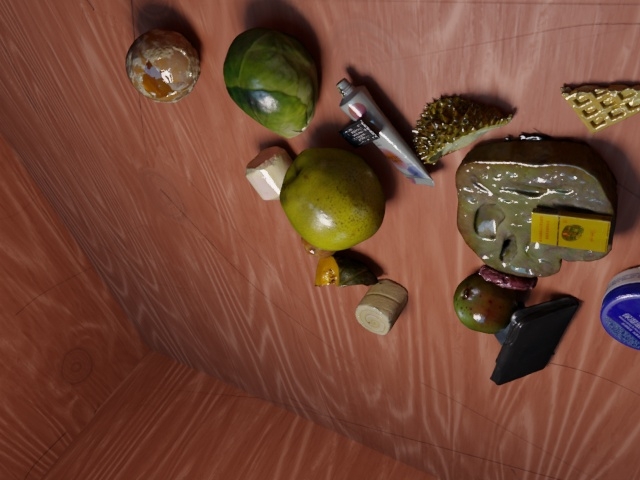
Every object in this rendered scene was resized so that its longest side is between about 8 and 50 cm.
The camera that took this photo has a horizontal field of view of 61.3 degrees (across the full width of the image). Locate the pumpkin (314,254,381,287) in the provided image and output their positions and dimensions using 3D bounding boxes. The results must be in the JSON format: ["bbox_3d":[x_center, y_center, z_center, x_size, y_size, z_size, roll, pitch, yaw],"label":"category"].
[{"bbox_3d":[0.095,0.102,1.815,0.163,0.111,0.278,1,175,-20],"label":"pumpkin"}]

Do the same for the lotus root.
[{"bbox_3d":[0.482,-0.078,1.256,0.375,0.111,0.390,39,145,0],"label":"lotus root"}]

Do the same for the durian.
[{"bbox_3d":[0.298,-0.239,1.222,0.139,0.144,0.252,23,145,-22],"label":"durian"}]

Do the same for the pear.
[{"bbox_3d":[0.036,-0.108,1.453,0.294,0.294,0.294,22,144,18],"label":"pear"}]

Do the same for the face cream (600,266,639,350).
[{"bbox_3d":[0.783,0.161,1.280,0.206,0.111,0.206,22,143,18],"label":"face cream"}]

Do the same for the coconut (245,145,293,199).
[{"bbox_3d":[-0.133,-0.189,1.602,0.147,0.147,0.152,-4,132,43],"label":"coconut"}]

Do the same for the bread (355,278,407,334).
[{"bbox_3d":[0.205,0.221,1.811,0.134,0.141,0.148,30,144,13],"label":"bread"}]

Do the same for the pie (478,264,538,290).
[{"bbox_3d":[0.496,0.092,1.429,0.154,0.153,0.038,16,108,25],"label":"pie"}]

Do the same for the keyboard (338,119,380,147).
[{"bbox_3d":[0.094,-0.264,1.351,0.067,0.011,0.202,40,174,-12],"label":"keyboard"}]

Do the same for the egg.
[{"bbox_3d":[-0.431,-0.473,1.469,0.233,0.195,0.195,2,134,36],"label":"egg"}]

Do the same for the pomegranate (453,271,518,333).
[{"bbox_3d":[0.480,0.183,1.526,0.210,0.179,0.180,23,154,-32],"label":"pomegranate"}]

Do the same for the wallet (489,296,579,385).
[{"bbox_3d":[0.606,0.304,1.562,0.377,0.197,0.051,85,166,-47],"label":"wallet"}]

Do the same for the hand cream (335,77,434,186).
[{"bbox_3d":[0.153,-0.258,1.330,0.340,0.078,0.124,48,172,-19],"label":"hand cream"}]

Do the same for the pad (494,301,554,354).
[{"bbox_3d":[0.597,0.274,1.665,0.164,0.004,0.243,-11,125,47],"label":"pad"}]

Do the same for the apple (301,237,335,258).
[{"bbox_3d":[0.002,-0.001,1.747,0.126,0.102,0.126,22,143,17],"label":"apple"}]

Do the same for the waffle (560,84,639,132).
[{"bbox_3d":[0.566,-0.285,1.005,0.125,0.032,0.191,46,142,-12],"label":"waffle"}]

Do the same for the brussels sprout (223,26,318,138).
[{"bbox_3d":[-0.108,-0.376,1.314,0.220,0.210,0.271,15,157,34],"label":"brussels sprout"}]

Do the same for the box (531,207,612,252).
[{"bbox_3d":[0.538,-0.023,1.167,0.155,0.023,0.086,10,131,30],"label":"box"}]
